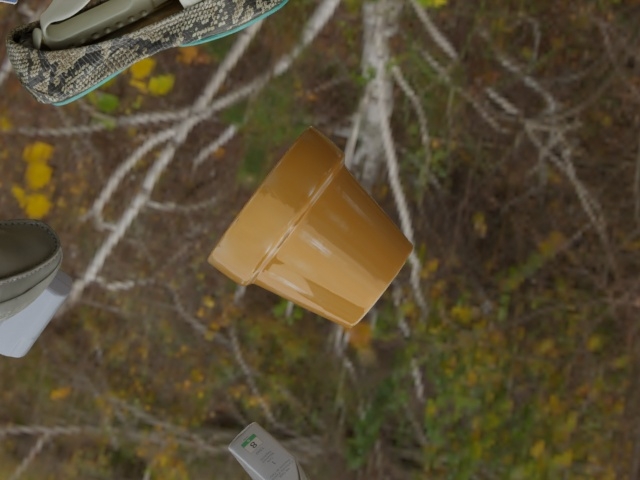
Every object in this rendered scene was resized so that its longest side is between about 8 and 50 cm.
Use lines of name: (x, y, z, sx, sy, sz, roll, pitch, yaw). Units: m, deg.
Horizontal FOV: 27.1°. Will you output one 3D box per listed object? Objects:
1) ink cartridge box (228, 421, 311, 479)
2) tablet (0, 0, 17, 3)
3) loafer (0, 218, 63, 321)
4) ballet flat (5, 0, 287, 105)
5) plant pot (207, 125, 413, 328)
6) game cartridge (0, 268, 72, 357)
ink cartridge box: (0.001, 0.334, 1.603, 0.225, 0.056, 0.181, 32, 160, 42)
tablet: (-0.411, -0.327, 1.646, 0.083, 0.054, 0.006, 4, -175, -42)
loafer: (-0.372, 0.029, 1.305, 0.112, 0.319, 0.111, 36, 122, 19)
ballet flat: (-0.281, -0.373, 2.120, 0.483, 0.164, 0.182, -22, 136, 6)
plant pot: (0.000, 0.000, 1.589, 0.188, 0.205, 0.205, 38, 156, -1)
game cartridge: (-0.509, 0.051, 1.839, 0.297, 0.062, 0.198, 24, 138, -19)
